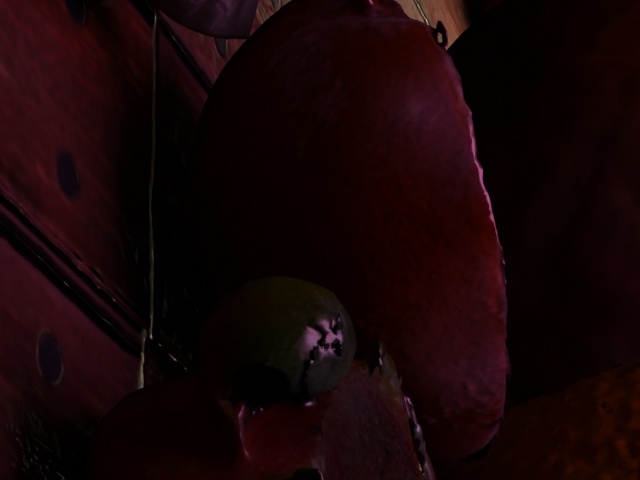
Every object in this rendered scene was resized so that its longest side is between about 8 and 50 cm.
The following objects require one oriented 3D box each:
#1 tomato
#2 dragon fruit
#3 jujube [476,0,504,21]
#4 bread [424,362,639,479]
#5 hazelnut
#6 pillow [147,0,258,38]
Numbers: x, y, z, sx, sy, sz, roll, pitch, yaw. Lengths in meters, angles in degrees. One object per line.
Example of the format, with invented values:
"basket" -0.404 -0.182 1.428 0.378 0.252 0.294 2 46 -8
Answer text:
"tomato" 0.000 0.000 0.813 0.199 0.112 0.228 -176 -108 -75
"dragon fruit" -0.016 0.157 0.687 0.268 0.130 0.295 -41 120 -71
"jujube" 0.218 -0.189 1.675 0.168 0.168 0.236 -77 169 -54
"bread" 0.200 0.250 0.939 0.215 0.398 0.398 -99 169 -52
"hazelnut" 0.202 0.036 1.139 0.421 0.353 0.420 6 90 -68
"pillow" -0.096 -0.183 0.724 0.254 0.078 0.144 44 29 -65
